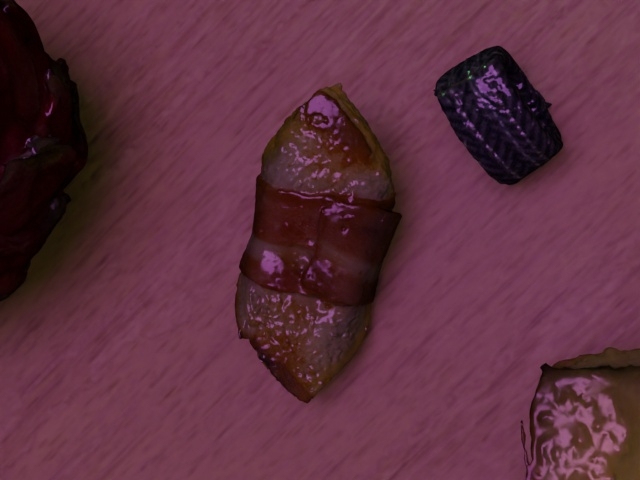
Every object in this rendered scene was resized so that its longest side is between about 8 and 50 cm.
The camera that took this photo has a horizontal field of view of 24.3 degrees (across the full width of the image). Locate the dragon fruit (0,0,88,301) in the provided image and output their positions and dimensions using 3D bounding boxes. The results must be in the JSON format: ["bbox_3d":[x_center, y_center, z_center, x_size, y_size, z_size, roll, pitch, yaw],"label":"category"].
[{"bbox_3d":[-0.349,-0.079,1.226,0.329,0.329,0.329,-1,85,16],"label":"dragon fruit"}]

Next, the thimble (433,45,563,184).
[{"bbox_3d":[0.144,-0.102,1.199,0.066,0.095,0.104,-33,113,20],"label":"thimble"}]

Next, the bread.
[{"bbox_3d":[0.253,0.210,1.100,0.204,0.162,0.262,-6,75,14],"label":"bread"}]

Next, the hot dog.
[{"bbox_3d":[-0.002,-0.003,1.231,0.123,0.093,0.262,18,106,8],"label":"hot dog"}]
